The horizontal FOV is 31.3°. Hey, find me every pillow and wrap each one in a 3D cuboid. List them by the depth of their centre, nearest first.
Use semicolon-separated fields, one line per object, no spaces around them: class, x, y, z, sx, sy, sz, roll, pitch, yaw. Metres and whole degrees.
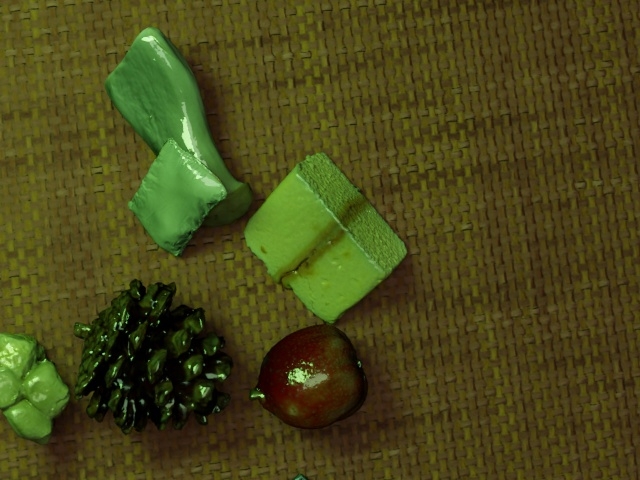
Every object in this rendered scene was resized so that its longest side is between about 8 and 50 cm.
pillow;-0.234;-0.065;1.827;0.128;0.229;0.051;46;51;2

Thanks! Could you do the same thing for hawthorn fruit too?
hawthorn fruit;-0.023;0.224;1.827;0.188;0.169;0.169;-17;85;1

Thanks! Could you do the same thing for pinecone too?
pinecone;-0.262;0.183;1.794;0.257;0.243;0.244;8;83;-31

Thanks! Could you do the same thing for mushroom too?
mushroom;-0.226;-0.173;1.863;0.122;0.159;0.329;-32;90;-23

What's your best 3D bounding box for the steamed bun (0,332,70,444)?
steamed bun;-0.460;0.225;1.803;0.106;0.177;0.192;-31;90;-8

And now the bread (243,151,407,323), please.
bread;0.000;0.000;1.912;0.240;0.135;0.178;48;118;3

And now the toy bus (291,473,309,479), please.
toy bus;0.006;0.455;1.855;0.166;0.047;0.065;44;81;4
